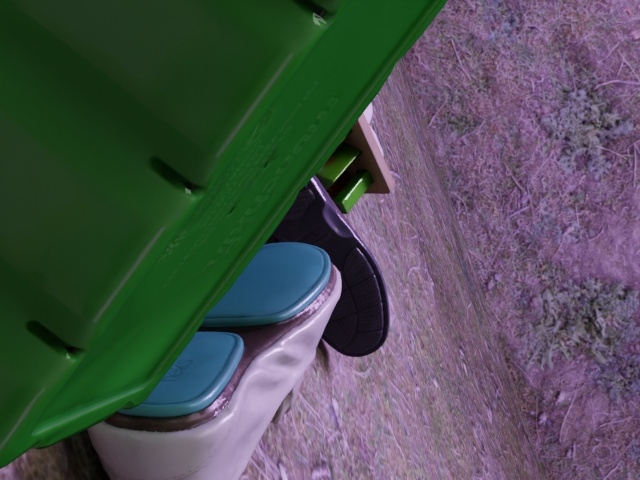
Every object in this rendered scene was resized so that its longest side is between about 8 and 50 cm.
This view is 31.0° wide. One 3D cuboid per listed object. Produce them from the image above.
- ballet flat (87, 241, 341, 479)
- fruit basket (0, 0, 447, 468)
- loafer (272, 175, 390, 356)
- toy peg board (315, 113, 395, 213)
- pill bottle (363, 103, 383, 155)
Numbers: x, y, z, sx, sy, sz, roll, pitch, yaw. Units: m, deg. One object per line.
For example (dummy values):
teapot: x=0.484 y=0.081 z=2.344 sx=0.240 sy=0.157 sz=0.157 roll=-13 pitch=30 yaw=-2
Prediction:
ballet flat: x=-0.076 y=0.114 z=0.925 sx=0.400 sy=0.139 sz=0.139 roll=-51 pitch=122 yaw=-69
fruit basket: x=-0.168 y=-0.131 z=0.508 sx=0.283 sy=0.392 sz=0.392 roll=-10 pitch=82 yaw=-76
loafer: x=0.000 y=0.000 z=1.372 sx=0.095 sy=0.109 sz=0.302 roll=-92 pitch=156 yaw=-61
toy peg board: x=-0.018 y=-0.107 z=1.404 sx=0.079 sy=0.161 sz=0.161 roll=-49 pitch=126 yaw=-35
pill bottle: x=-0.005 y=-0.184 z=1.527 sx=0.131 sy=0.131 sz=0.229 roll=-90 pitch=157 yaw=-53
